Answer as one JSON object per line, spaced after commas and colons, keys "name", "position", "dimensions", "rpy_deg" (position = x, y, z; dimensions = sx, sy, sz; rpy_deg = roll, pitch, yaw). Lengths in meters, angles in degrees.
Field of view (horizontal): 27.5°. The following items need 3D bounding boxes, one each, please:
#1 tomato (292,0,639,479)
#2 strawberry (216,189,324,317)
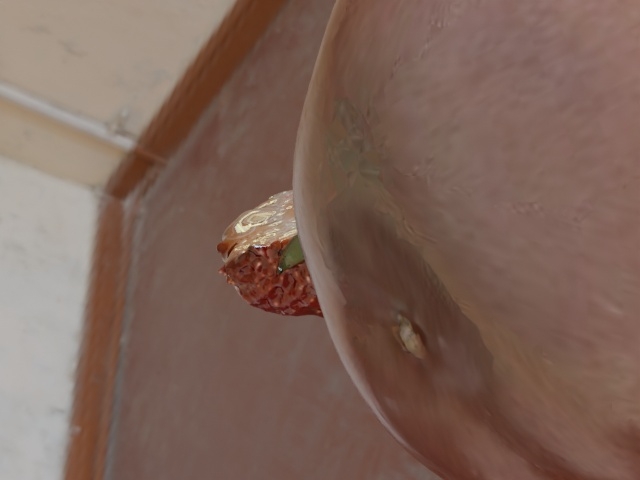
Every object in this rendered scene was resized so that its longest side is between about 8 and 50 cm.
{"name": "tomato", "position": [0.145, -0.015, 0.539], "dimensions": [0.341, 0.272, 0.342], "rpy_deg": [34, 133, 46]}
{"name": "strawberry", "position": [0.000, 0.000, 0.827], "dimensions": [0.187, 0.146, 0.082], "rpy_deg": [-151, 42, -70]}
